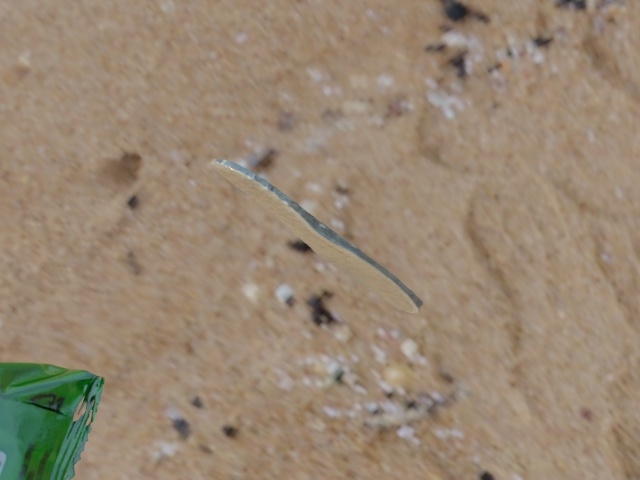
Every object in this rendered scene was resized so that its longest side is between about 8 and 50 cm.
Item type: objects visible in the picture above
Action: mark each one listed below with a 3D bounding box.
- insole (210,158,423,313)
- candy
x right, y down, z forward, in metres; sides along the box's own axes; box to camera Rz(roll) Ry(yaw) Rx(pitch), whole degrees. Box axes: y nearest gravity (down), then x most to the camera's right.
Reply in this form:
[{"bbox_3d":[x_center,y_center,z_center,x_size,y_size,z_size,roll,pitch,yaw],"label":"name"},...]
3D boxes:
[{"bbox_3d":[0.000,0.000,1.537,0.081,0.248,0.011,13,70,56],"label":"insole"},{"bbox_3d":[-0.306,0.148,1.640,0.203,0.078,0.141,20,73,9],"label":"candy"}]
